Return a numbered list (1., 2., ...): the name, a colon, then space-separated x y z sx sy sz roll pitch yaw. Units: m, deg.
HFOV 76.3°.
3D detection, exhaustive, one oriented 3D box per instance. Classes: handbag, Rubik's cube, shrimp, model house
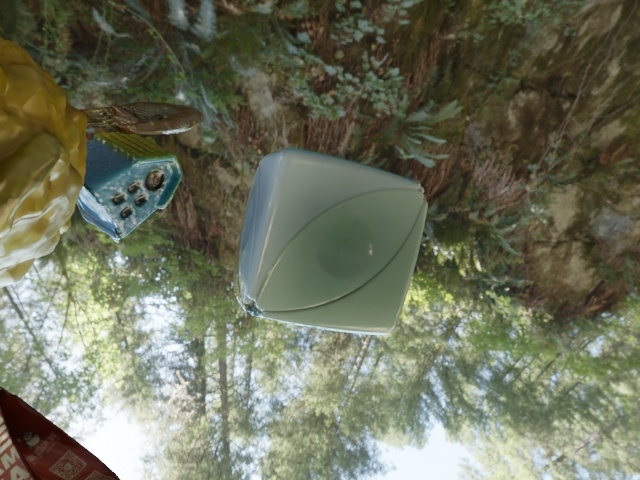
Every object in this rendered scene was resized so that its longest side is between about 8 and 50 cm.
1. handbag: -0.378 0.339 0.517 0.298 0.151 0.171 42 -99 13
2. Rubik's cube: 0.000 0.000 0.947 0.351 0.348 0.352 13 -178 -15
3. shrimp: -0.463 -0.309 1.048 0.316 0.077 0.168 -8 -148 -12
4. model house: -0.570 -0.192 1.181 0.237 0.216 0.303 28 -119 27

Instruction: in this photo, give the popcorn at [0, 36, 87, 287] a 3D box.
1. popcorn: -0.422 -0.091 0.374 0.382 0.349 0.349 47 -132 4
